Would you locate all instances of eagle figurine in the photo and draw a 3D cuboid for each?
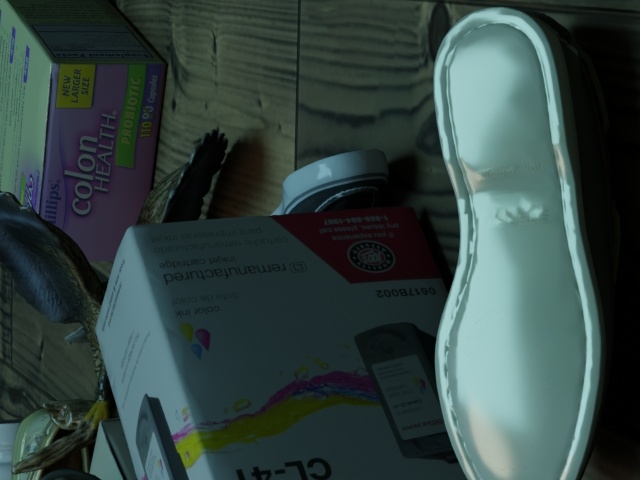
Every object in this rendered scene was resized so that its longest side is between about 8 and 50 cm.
[{"bbox_3d":[-0.182,0.039,1.761,0.225,0.226,0.298,6,119,30],"label":"eagle figurine"}]

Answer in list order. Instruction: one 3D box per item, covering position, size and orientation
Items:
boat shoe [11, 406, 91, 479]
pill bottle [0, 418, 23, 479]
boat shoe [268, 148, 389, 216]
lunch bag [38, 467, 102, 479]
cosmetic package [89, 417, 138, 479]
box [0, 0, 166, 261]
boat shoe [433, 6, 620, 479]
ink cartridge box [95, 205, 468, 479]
[{"bbox_3d":[-0.294,0.325,2.154,0.089,0.105,0.285,179,89,-69],"label":"boat shoe"},{"bbox_3d":[-0.341,0.298,2.249,0.112,0.112,0.186,174,94,-66],"label":"pill bottle"},{"bbox_3d":[0.000,0.000,1.503,0.228,0.080,0.076,-43,60,61],"label":"boat shoe"},{"bbox_3d":[-0.155,0.350,1.540,0.212,0.305,0.256,-59,3,-24],"label":"lunch bag"},{"bbox_3d":[-0.130,0.299,1.733,0.129,0.153,0.296,-122,36,-46],"label":"cosmetic package"},{"bbox_3d":[-0.259,-0.125,2.020,0.243,0.117,0.213,-132,45,-56],"label":"box"},{"bbox_3d":[0.131,0.013,1.194,0.109,0.091,0.305,-2,93,29],"label":"boat shoe"},{"bbox_3d":[-0.004,0.134,1.340,0.131,0.226,0.306,112,145,-45],"label":"ink cartridge box"}]
